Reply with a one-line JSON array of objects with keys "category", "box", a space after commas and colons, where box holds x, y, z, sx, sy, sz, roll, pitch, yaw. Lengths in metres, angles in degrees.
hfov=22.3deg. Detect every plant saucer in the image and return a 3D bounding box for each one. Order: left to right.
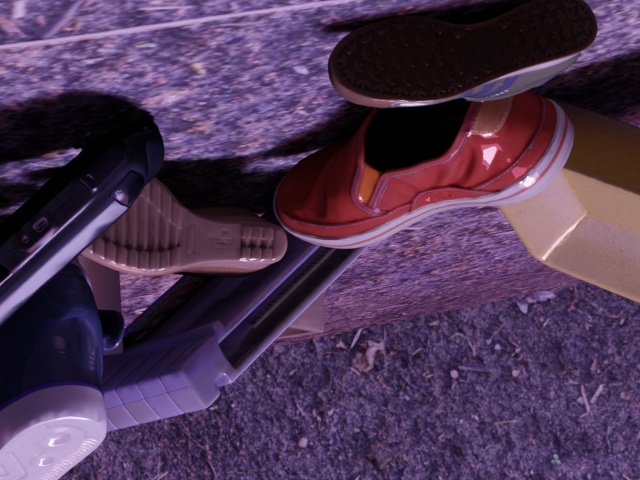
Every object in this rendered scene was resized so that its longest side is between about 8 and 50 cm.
[{"category": "plant saucer", "box": [0.316, -0.017, 1.490, 0.333, 0.081, 0.333, 23, 167, 29]}]

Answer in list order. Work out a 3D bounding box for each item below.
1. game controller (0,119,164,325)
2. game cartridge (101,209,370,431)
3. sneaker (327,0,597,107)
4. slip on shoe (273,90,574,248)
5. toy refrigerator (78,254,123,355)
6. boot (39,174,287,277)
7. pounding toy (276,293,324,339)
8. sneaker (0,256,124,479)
[{"category": "game controller", "box": [-0.247, 0.021, 1.237, 0.319, 0.067, 0.166, -40, -171, 11]}, {"category": "game cartridge", "box": [-0.086, 0.057, 1.601, 0.230, 0.068, 0.355, -13, -157, 46]}, {"category": "sneaker", "box": [0.096, -0.121, 1.146, 0.192, 0.064, 0.086, -13, 167, -11]}, {"category": "slip on shoe", "box": [0.063, -0.073, 1.361, 0.101, 0.123, 0.331, 35, 153, -28]}, {"category": "toy refrigerator", "box": [-0.328, 0.060, 1.545, 0.269, 0.102, 0.094, -4, -170, -11]}, {"category": "boot", "box": [-0.174, -0.010, 1.490, 0.248, 0.090, 0.207, 12, 174, -30]}, {"category": "pounding toy", "box": [-0.129, 0.074, 2.114, 0.181, 0.094, 0.206, -11, 164, 36]}, {"category": "sneaker", "box": [-0.315, 0.120, 1.459, 0.130, 0.236, 0.323, 16, 139, -43]}]
